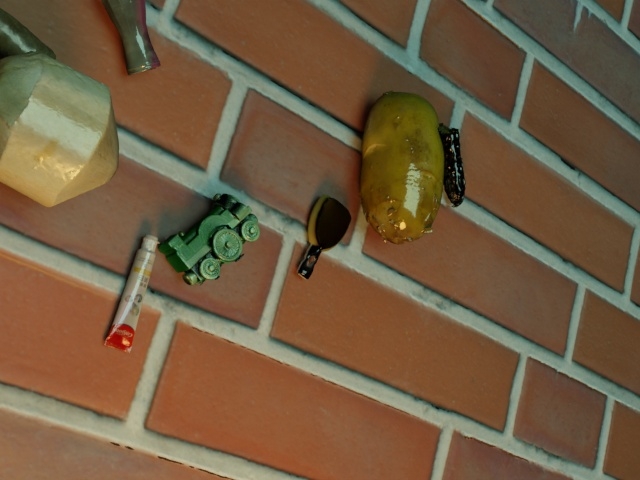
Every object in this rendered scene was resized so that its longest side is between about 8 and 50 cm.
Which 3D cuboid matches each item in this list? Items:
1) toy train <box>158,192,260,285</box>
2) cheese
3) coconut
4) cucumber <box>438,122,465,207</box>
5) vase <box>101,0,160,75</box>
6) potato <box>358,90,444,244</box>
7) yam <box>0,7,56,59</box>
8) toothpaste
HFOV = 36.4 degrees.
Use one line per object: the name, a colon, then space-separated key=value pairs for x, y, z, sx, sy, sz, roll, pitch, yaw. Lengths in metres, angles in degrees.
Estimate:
toy train: x=-0.182 y=-0.003 z=1.645 sx=0.104 sy=0.071 sz=0.178 roll=51 pitch=59 yaw=-12
cheese: x=0.001 y=0.000 z=1.813 sx=0.086 sy=0.036 sz=0.162 roll=41 pitch=63 yaw=-33
coconut: x=-0.388 y=-0.154 z=1.402 sx=0.222 sy=0.202 sz=0.202 roll=27 pitch=70 yaw=-34
cucumber: x=0.275 y=-0.159 z=2.042 sx=0.053 sy=0.053 sz=0.181 roll=-13 pitch=97 yaw=-39
vase: x=-0.313 y=-0.376 z=1.561 sx=0.086 sy=0.086 sz=0.214 roll=-25 pitch=107 yaw=-38
potato: x=0.161 y=-0.138 z=1.889 sx=0.173 sy=0.140 sz=0.300 roll=10 pitch=75 yaw=-31
yam: x=-0.515 y=-0.342 z=1.400 sx=0.300 sy=0.066 sz=0.066 roll=40 pitch=63 yaw=-30
toothpaste: x=-0.299 y=0.083 z=1.566 sx=0.048 sy=0.031 sz=0.190 roll=25 pitch=74 yaw=-39
